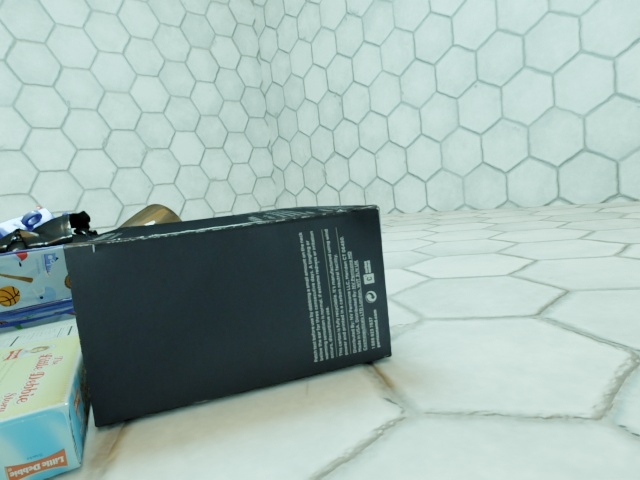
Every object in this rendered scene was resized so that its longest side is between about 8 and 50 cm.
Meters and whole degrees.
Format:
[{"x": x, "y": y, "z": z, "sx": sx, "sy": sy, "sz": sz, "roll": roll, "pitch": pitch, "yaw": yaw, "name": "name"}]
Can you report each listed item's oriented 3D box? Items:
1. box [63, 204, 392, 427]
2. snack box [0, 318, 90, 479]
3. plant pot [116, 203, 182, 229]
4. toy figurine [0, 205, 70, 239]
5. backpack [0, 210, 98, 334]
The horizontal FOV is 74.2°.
[{"x": -0.122, "y": 0.056, "z": 0.581, "sx": 0.312, "sy": 0.179, "sz": 0.343, "roll": -7, "pitch": 6, "yaw": -16, "name": "box"}, {"x": -0.341, "y": 0.157, "z": 0.433, "sx": 0.187, "sy": 0.060, "sz": 0.322, "roll": -10, "pitch": 7, "yaw": -24, "name": "snack box"}, {"x": -0.560, "y": 0.027, "z": 1.302, "sx": 0.215, "sy": 0.216, "sz": 0.230, "roll": -3, "pitch": 22, "yaw": 29, "name": "plant pot"}, {"x": -0.649, "y": -0.005, "z": 0.860, "sx": 0.217, "sy": 0.191, "sz": 0.362, "roll": -37, "pitch": 0, "yaw": 36, "name": "toy figurine"}, {"x": -0.490, "y": 0.070, "z": 0.701, "sx": 0.276, "sy": 0.213, "sz": 0.263, "roll": -18, "pitch": 4, "yaw": -32, "name": "backpack"}]
